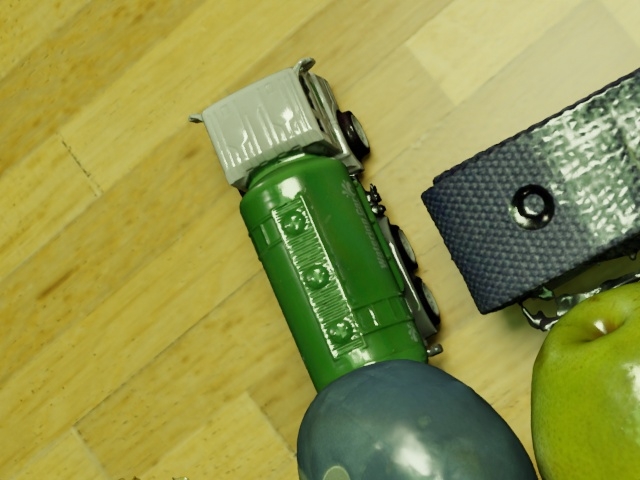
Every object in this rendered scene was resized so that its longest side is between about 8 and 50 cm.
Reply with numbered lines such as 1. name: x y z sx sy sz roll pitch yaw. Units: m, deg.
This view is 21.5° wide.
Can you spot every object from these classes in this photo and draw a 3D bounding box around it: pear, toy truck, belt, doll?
1. pear: 0.232 0.128 1.084 0.180 0.166 0.216 -41 118 -8
2. toy truck: 0.000 0.000 1.167 0.101 0.125 0.242 -26 78 13
3. belt: 0.192 -0.034 1.114 0.230 0.139 0.126 -29 85 10
4. doll: 0.073 0.185 1.064 0.154 0.258 0.228 -45 56 -7

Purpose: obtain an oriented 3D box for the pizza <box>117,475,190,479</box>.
1. pizza: -0.086 0.294 1.128 0.087 0.258 0.268 2 87 -28
